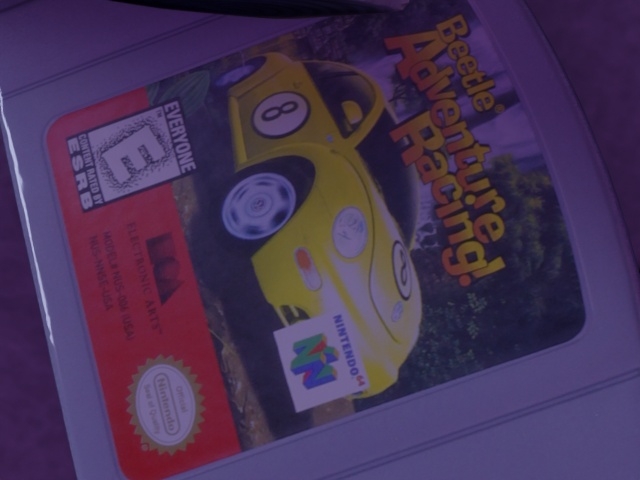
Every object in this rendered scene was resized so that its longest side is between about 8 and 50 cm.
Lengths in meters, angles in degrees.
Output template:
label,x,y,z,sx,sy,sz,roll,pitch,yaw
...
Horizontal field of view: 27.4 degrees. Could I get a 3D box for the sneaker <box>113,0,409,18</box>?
label,x,y,z,sx,sy,sz,roll,pitch,yaw
sneaker,-0.115,-0.181,0.422,0.316,0.127,0.182,15,100,20

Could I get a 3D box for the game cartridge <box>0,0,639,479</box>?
label,x,y,z,sx,sy,sz,roll,pitch,yaw
game cartridge,0.000,0.000,0.453,0.196,0.060,0.294,-19,66,2
